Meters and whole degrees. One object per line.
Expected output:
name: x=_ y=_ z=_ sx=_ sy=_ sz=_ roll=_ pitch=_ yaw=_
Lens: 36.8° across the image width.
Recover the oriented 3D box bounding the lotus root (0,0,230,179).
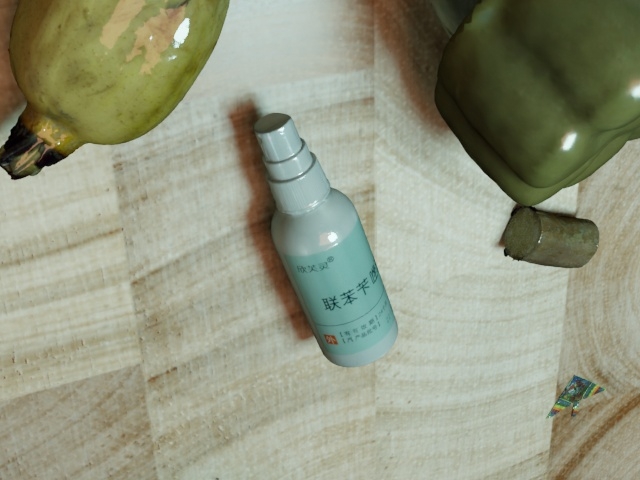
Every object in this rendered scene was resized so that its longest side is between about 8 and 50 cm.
lotus root: x=-0.214 y=-0.185 z=0.944 sx=0.183 sy=0.183 sz=0.310 roll=27 pitch=103 yaw=-35

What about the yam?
yam: x=0.332 y=-0.001 z=1.376 sx=0.127 sy=0.084 sz=0.084 roll=10 pitch=110 yaw=-28

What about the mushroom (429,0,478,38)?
mushroom: x=0.133 y=-0.365 z=1.055 sx=0.329 sy=0.122 sz=0.159 roll=40 pitch=84 yaw=-36

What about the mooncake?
mooncake: x=0.322 y=-0.204 z=1.093 sx=0.378 sy=0.200 sz=0.378 roll=-32 pitch=164 yaw=-10

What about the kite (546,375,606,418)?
kite: x=0.429 y=0.260 z=1.609 sx=0.122 sy=0.004 sz=0.090 roll=-18 pitch=121 yaw=-18

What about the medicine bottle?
medicine bottle: x=0.000 y=0.000 z=1.185 sx=0.110 sy=0.110 sz=0.351 roll=-29 pitch=125 yaw=-11
